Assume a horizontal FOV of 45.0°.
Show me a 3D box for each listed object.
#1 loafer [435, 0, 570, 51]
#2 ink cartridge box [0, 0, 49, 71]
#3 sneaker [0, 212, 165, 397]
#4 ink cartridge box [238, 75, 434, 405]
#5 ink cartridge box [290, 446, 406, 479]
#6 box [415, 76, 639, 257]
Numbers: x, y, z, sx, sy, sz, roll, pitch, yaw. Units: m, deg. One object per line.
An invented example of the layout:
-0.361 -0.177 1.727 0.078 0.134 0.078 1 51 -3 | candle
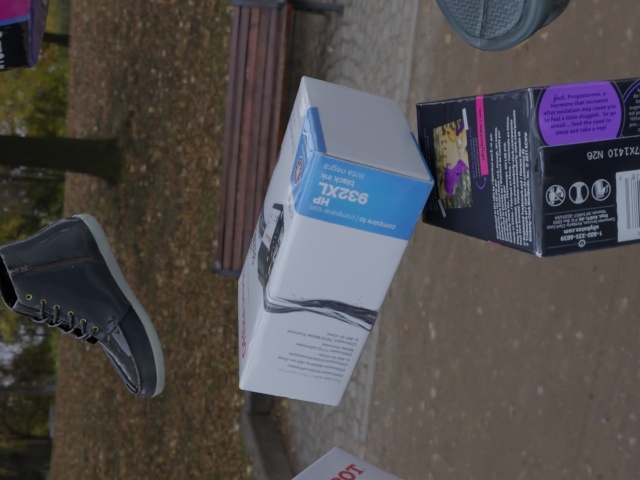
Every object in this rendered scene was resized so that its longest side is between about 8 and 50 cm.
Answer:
0.077 -0.245 0.445 0.096 0.084 0.267 -7 110 51 | loafer
-0.220 -0.101 0.296 0.176 0.371 0.069 -11 97 69 | ink cartridge box
-0.263 0.089 0.839 0.083 0.118 0.222 -33 84 50 | sneaker
0.000 0.000 0.897 0.223 0.129 0.307 -100 26 -58 | ink cartridge box
0.102 0.367 0.665 0.285 0.395 0.166 -8 -65 -64 | ink cartridge box
0.217 -0.079 0.763 0.270 0.165 0.143 -148 52 -75 | box
